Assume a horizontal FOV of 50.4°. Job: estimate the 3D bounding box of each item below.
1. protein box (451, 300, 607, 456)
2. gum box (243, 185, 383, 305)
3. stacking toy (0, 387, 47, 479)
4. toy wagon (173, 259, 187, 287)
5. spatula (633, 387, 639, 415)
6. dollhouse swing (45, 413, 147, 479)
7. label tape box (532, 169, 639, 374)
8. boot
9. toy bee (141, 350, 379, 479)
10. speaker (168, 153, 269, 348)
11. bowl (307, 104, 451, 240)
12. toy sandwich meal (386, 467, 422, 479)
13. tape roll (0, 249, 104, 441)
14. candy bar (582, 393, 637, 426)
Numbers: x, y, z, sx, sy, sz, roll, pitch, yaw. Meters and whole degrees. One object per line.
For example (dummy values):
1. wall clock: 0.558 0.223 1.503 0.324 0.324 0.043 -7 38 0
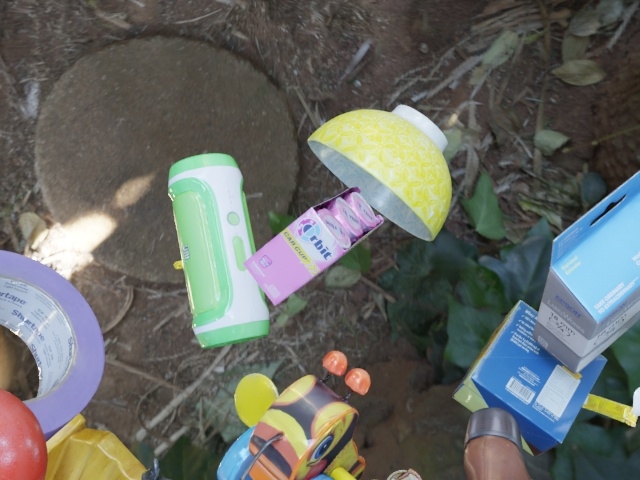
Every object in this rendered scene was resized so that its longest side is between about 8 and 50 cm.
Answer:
1. protein box: 0.406 0.270 1.331 0.200 0.136 0.201 35 64 13
2. gum box: 0.000 0.000 0.815 0.107 0.188 0.062 -38 88 22
3. stacking toy: -0.273 0.209 0.384 0.141 0.141 0.330 41 97 -18
4. toy wagon: -0.171 0.071 1.483 0.267 0.344 0.068 -19 79 34
5. spatula: 0.595 0.186 1.071 0.242 0.019 0.168 -5 102 -21
6. dollhouse swing: -0.328 0.460 0.793 0.347 0.305 0.315 43 128 13
7. label tape box: 0.474 0.051 1.087 0.241 0.106 0.333 -37 149 -12
8. boot: 0.217 0.371 0.747 0.096 0.280 0.264 -7 118 20
9. toy bee: -0.003 0.185 0.592 0.195 0.298 0.162 39 83 7
10. speaker: -0.165 0.017 1.094 0.131 0.131 0.296 -12 80 0
11. bowl: 0.136 -0.146 1.216 0.289 0.289 0.156 41 87 -18
12. toy sandwich meal: 0.176 0.519 1.420 0.086 0.029 0.085 0 92 4
13. tape roll: -0.305 0.107 0.629 0.189 0.189 0.080 38 124 -17
14. candy bar: 0.568 0.336 1.396 0.018 0.161 0.040 34 74 -45
